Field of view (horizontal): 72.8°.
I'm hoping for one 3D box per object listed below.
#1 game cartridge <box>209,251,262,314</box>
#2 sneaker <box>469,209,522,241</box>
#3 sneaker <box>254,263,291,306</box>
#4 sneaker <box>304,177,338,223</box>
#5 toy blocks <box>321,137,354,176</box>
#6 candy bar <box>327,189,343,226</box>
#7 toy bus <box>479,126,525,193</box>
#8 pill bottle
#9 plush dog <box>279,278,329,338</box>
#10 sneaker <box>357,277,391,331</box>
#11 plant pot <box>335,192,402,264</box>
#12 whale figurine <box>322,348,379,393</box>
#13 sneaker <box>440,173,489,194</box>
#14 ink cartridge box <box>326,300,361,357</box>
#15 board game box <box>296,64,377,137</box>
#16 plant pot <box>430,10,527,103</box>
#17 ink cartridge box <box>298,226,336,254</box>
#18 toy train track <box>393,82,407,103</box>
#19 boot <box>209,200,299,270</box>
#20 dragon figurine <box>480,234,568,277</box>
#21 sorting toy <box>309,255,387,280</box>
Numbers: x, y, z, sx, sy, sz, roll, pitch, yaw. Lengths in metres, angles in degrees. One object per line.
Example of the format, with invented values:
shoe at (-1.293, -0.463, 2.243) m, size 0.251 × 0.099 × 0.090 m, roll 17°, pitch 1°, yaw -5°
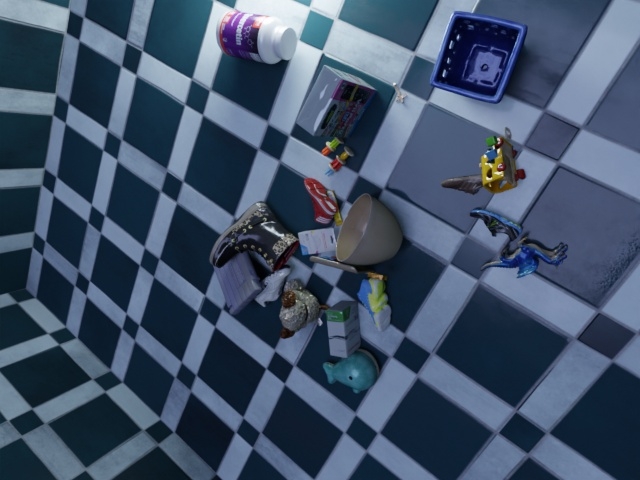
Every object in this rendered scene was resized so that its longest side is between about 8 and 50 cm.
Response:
game cartridge at (-0.414, 0.153, 2.125) m, size 0.230 × 0.068 × 0.354 m, roll -41°, pitch 59°, yaw 25°
sneaker at (0.622, -0.057, 1.561) m, size 0.188 × 0.067 × 0.078 m, roll 30°, pitch 107°, yaw 17°
sneaker at (-0.221, 0.215, 2.072) m, size 0.118 × 0.110 × 0.292 m, roll 49°, pitch 124°, yaw -1°
sneaker at (-0.020, -0.160, 1.885) m, size 0.221 × 0.087 × 0.128 m, roll 57°, pitch 139°, yaw 28°
toy blocks at (0.051, -0.352, 1.822) m, size 0.148 × 0.054 × 0.123 m, roll -42°, pitch 80°, yaw 29°
candy bar at (0.064, -0.142, 1.879) m, size 0.040 × 0.018 × 0.161 m, roll -16°, pitch 92°, yaw 28°
toy bus at (0.600, -0.262, 1.483) m, size 0.104 × 0.202 × 0.190 m, roll -21°, pitch 99°, yaw 45°
pill bottle at (-0.266, -0.848, 1.819) m, size 0.323 × 0.182 × 0.181 m, roll 20°, pitch 110°, yaw 24°
plush dog at (-0.099, 0.323, 1.946) m, size 0.211 × 0.225 × 0.262 m, roll 6°, pitch 103°, yaw 28°
sneaker at (0.226, 0.266, 1.851) m, size 0.126 × 0.091 × 0.239 m, roll 7°, pitch 107°, yaw 49°
plant pot at (0.208, -0.018, 1.709) m, size 0.191 × 0.284 × 0.284 m, roll 22°, pitch 115°, yaw -16°
whale figurine at (0.121, 0.586, 1.929) m, size 0.272 × 0.141 × 0.216 m, roll -17°, pitch 92°, yaw 31°
sneaker at (0.534, -0.198, 1.581) m, size 0.189 × 0.066 × 0.071 m, roll -4°, pitch 99°, yaw 30°
ink cartridge box at (0.103, 0.382, 1.890) m, size 0.087 × 0.153 × 0.208 m, roll -1°, pitch 99°, yaw 30°
board game box at (0.066, -0.509, 1.636) m, size 0.098 × 0.303 × 0.224 m, roll 40°, pitch 117°, yaw 16°
plant pot at (0.523, -0.583, 1.422) m, size 0.236 × 0.212 × 0.235 m, roll 24°, pitch 111°, yaw 22°
ink cartridge box at (0.000, 0.000, 1.919) m, size 0.182 × 0.062 × 0.104 m, roll -8°, pitch 97°, yaw 30°
toy train track at (0.299, -0.564, 1.664) m, size 0.048 × 0.014 × 0.083 m, roll -25°, pitch 87°, yaw 30°
boot at (-0.301, 0.037, 1.986) m, size 0.284 × 0.138 × 0.377 m, roll 41°, pitch 85°, yaw 18°
dragon figurine at (0.712, 0.079, 1.529) m, size 0.289 × 0.085 × 0.144 m, roll -39°, pitch 80°, yaw 28°
sorting toy at (0.136, 0.107, 1.779) m, size 0.308 × 0.229 × 0.041 m, roll 13°, pitch 90°, yaw 26°
